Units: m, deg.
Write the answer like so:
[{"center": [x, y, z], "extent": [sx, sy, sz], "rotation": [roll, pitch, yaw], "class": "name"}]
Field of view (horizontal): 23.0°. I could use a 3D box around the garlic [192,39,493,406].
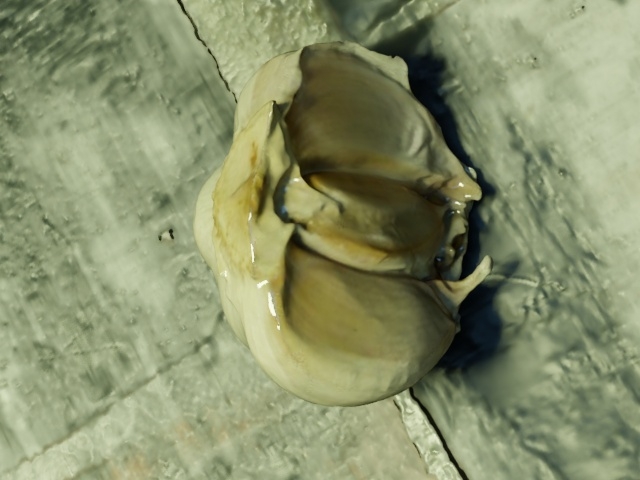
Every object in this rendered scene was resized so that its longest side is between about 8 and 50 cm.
[{"center": [0.000, 0.000, 0.996], "extent": [0.143, 0.178, 0.229], "rotation": [-30, 56, 47], "class": "garlic"}]
